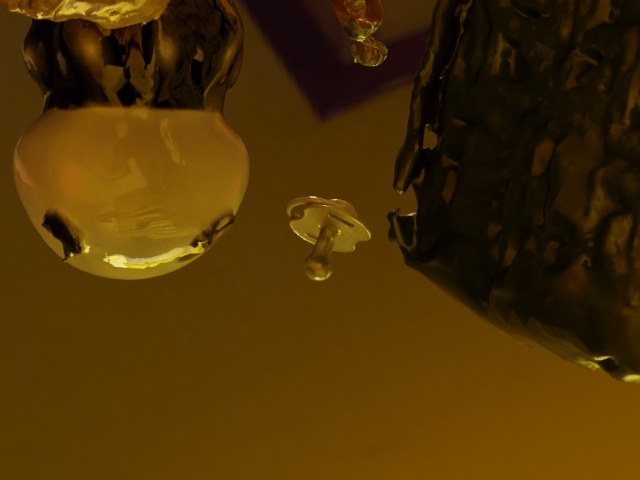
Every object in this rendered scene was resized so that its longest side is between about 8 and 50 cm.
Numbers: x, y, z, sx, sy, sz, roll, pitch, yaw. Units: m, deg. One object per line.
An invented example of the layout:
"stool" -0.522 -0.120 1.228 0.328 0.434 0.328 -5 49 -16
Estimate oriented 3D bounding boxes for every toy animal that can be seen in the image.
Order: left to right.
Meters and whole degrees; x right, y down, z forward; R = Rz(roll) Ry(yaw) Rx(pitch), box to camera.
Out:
"toy animal" -0.190 -0.116 1.748 0.251 0.251 0.310 113 152 -69

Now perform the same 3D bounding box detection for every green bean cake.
"green bean cake" 0.229 -0.072 1.301 0.319 0.218 0.335 15 95 56

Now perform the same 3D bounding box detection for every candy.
"candy" 0.028 -0.262 1.770 0.053 0.046 0.182 -9 108 33

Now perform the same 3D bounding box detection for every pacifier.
"pacifier" 0.000 0.000 1.383 0.083 0.068 0.064 -36 33 64

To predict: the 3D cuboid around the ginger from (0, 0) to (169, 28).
"ginger" -0.177 -0.361 1.410 0.166 0.236 0.375 174 101 -67
